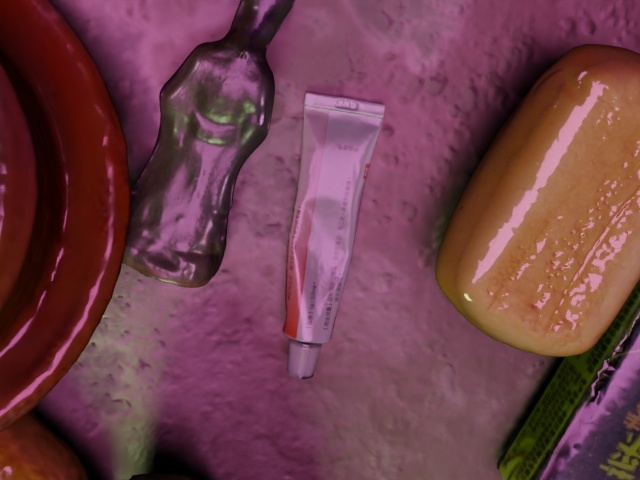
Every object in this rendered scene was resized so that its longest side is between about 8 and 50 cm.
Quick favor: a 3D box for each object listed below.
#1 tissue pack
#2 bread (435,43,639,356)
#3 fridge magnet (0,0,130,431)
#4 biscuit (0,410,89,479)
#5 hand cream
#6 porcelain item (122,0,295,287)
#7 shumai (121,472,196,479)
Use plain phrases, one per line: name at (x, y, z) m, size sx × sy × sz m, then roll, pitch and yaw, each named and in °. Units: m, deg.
tissue pack at (0.273, 0.132, 0.627) m, size 0.173 × 0.073 × 0.235 m, roll 23°, pitch 104°, yaw -10°
bread at (0.175, -0.028, 0.559) m, size 0.147 × 0.098 × 0.217 m, roll 29°, pitch 105°, yaw -13°
fridge magnet at (-0.302, -0.028, 0.484) m, size 0.364 × 0.155 × 0.363 m, roll 0°, pitch 88°, yaw -6°
biscuit at (-0.299, 0.212, 0.607) m, size 0.274 × 0.091 × 0.213 m, roll 33°, pitch 104°, yaw -10°
hand cream at (-0.001, 0.000, 0.593) m, size 0.052 × 0.038 × 0.216 m, roll 4°, pitch 102°, yaw -30°
porcelain item at (-0.077, -0.079, 0.542) m, size 0.081 × 0.069 × 0.215 m, roll 23°, pitch 105°, yaw 2°
shumai at (-0.145, 0.316, 0.590) m, size 0.204 × 0.222 × 0.271 m, roll -22°, pitch 116°, yaw 7°
